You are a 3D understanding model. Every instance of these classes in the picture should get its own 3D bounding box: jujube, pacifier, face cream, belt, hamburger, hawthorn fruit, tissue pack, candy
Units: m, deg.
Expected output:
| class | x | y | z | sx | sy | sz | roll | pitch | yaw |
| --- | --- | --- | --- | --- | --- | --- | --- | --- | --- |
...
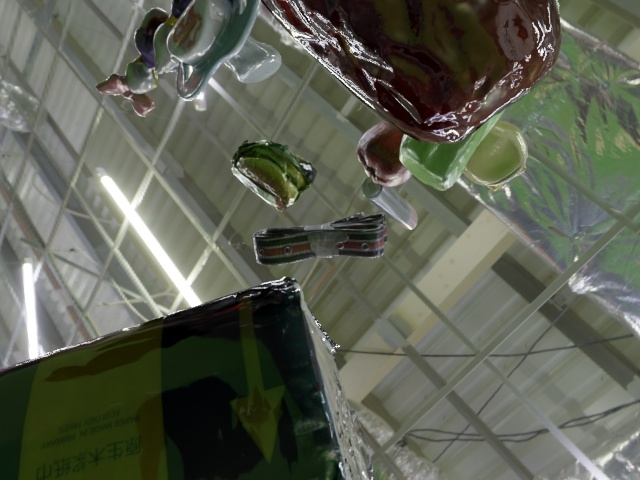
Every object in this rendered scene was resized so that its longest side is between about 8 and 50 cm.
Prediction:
| class | x | y | z | sx | sy | sz | roll | pitch | yaw |
| --- | --- | --- | --- | --- | --- | --- | --- | --- | --- |
| jujube | 0.057 | -0.235 | 0.403 | 0.223 | 0.223 | 0.317 | -36 | -91 | 32 |
| pacifier | -0.160 | -0.372 | 0.897 | 0.279 | 0.207 | 0.227 | -30 | -129 | 39 |
| face cream | 0.174 | -0.094 | 1.188 | 0.057 | 0.198 | 0.084 | -32 | -127 | 21 |
| belt | 0.000 | 0.000 | 1.276 | 0.360 | 0.126 | 0.094 | -8 | -64 | 2 |
| hamburger | -0.126 | -0.183 | 1.265 | 0.235 | 0.214 | 0.125 | -10 | -130 | 63 |
| hawthorn fruit | 0.148 | -0.185 | 0.981 | 0.138 | 0.132 | 0.133 | -43 | -115 | -7 |
| tissue pack | -0.162 | 0.233 | 0.486 | 0.417 | 0.264 | 0.253 | -19 | -122 | 0 |
| candy | 0.258 | -0.249 | 0.786 | 0.343 | 0.132 | 0.142 | -57 | -163 | 2 |

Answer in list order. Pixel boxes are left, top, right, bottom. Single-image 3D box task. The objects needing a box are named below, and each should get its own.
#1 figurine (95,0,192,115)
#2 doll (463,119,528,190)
| class | x | y | z | sx | sy | sz | roll | pitch | yaw |
| --- | --- | --- | --- | --- | --- | --- | --- | --- | --- |
| figurine | -0.392 | -0.464 | 1.196 | 0.421 | 0.154 | 0.193 | -16 | -126 | 42 |
| doll | 0.333 | -0.216 | 0.993 | 0.141 | 0.296 | 0.117 | -33 | -147 | 21 |
